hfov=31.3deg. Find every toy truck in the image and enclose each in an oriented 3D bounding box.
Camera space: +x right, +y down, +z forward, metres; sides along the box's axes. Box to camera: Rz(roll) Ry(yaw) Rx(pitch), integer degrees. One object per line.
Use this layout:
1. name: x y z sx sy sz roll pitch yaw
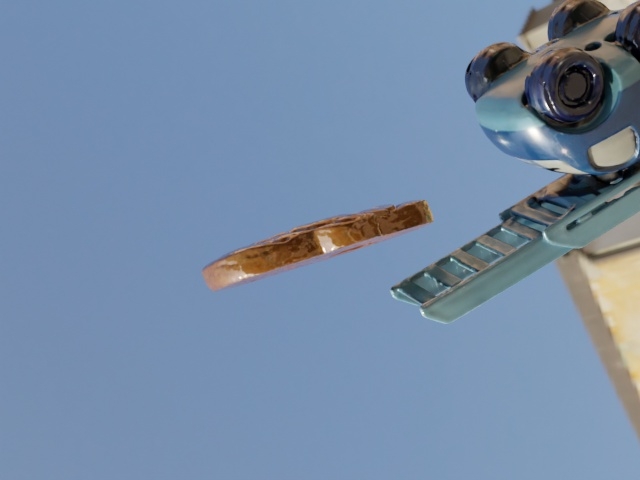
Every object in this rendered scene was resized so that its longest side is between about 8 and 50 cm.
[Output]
1. toy truck: 0.077 -0.033 0.413 0.136 0.063 0.074 -29 -69 -12

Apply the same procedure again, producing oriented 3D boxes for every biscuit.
1. biscuit: 0.000 0.000 0.441 0.091 0.078 0.015 -17 -93 -24
